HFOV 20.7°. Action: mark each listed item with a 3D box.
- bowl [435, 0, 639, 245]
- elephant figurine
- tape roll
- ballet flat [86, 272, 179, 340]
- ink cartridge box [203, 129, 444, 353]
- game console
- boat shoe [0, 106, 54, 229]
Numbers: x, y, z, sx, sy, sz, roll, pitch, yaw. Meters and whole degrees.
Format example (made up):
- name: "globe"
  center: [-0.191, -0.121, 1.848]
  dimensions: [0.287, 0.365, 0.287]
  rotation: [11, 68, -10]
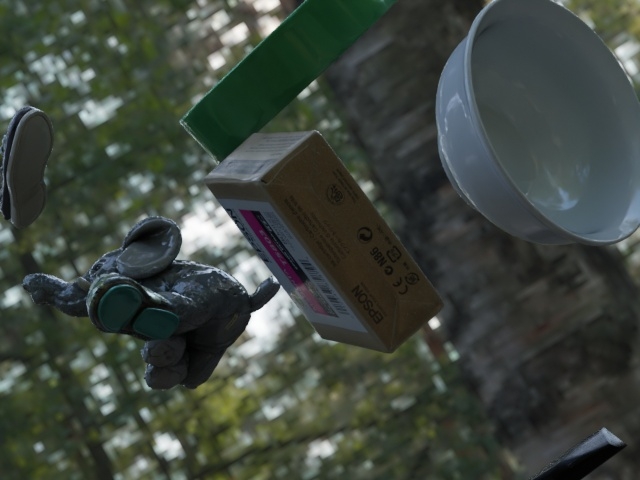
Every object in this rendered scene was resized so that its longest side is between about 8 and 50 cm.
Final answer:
- name: "bowl"
  center: [0.225, -0.114, 1.948]
  dimensions: [0.298, 0.298, 0.134]
  rotation: [-19, -5, -46]
- name: "elephant figurine"
  center: [-0.210, 0.057, 2.132]
  dimensions: [0.186, 0.239, 0.169]
  rotation: [3, -60, -47]
- name: "tape roll"
  center: [-0.033, -0.228, 2.151]
  dimensions: [0.321, 0.077, 0.321]
  rotation: [-42, 6, 5]
- name: "ballet flat"
  center: [-0.220, 0.068, 1.924]
  dimensions: [0.070, 0.070, 0.188]
  rotation: [-32, -23, 6]
- name: "ink cartridge box"
  center: [0.000, 0.000, 1.846]
  dimensions: [0.088, 0.235, 0.193]
  rotation: [-42, 15, -16]
- name: "game console"
  center: [0.270, 0.356, 2.386]
  dimensions: [0.213, 0.044, 0.361]
  rotation: [-31, -9, -21]
- name: "boat shoe"
  center: [-0.371, -0.095, 2.127]
  dimensions: [0.075, 0.065, 0.206]
  rotation: [-41, -20, -32]
